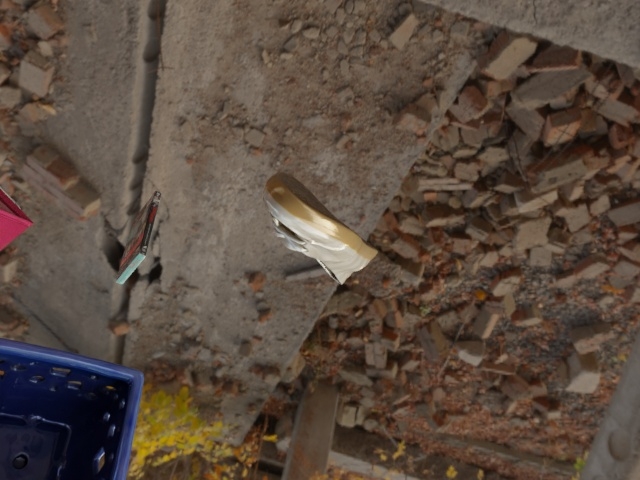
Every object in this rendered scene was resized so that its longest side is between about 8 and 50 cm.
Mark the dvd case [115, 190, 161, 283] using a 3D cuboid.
[{"bbox_3d":[-0.268,-0.005,0.746,0.013,0.120,0.087,24,134,-30],"label":"dvd case"}]

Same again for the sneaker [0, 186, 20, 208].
[{"bbox_3d":[-0.628,-0.039,0.808,0.258,0.094,0.091,-18,132,-11],"label":"sneaker"}]

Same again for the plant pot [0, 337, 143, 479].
[{"bbox_3d":[-0.413,0.295,0.707,0.235,0.236,0.212,23,140,-29],"label":"plant pot"}]

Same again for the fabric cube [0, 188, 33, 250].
[{"bbox_3d":[-0.566,-0.040,0.577,0.254,0.258,0.259,46,169,2],"label":"fabric cube"}]

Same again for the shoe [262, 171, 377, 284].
[{"bbox_3d":[0.000,0.000,0.489,0.058,0.076,0.219,-48,153,4],"label":"shoe"}]
